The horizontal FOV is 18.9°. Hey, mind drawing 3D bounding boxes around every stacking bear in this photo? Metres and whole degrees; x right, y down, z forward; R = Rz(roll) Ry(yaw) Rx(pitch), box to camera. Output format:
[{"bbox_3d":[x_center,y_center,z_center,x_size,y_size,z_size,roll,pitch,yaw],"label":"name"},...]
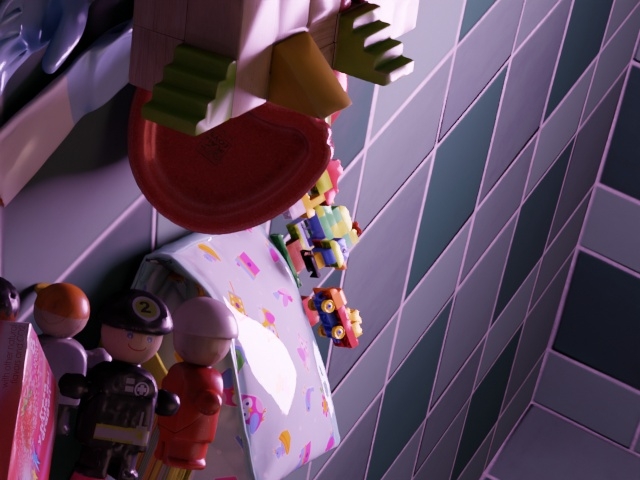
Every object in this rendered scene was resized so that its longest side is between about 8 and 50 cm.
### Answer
[{"bbox_3d":[-0.055,-0.119,1.752,0.164,0.175,0.289,-51,179,23],"label":"stacking bear"}]

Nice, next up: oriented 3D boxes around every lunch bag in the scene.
[{"bbox_3d":[-0.102,0.115,1.926,0.223,0.160,0.262,-24,104,-65],"label":"lunch bag"}]

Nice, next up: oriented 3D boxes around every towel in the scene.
[{"bbox_3d":[-0.160,0.149,1.749,0.021,0.237,0.102,12,114,-29],"label":"towel"}]

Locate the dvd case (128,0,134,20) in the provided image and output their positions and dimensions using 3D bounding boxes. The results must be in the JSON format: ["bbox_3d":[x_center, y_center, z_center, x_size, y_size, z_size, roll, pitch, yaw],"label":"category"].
[{"bbox_3d":[-0.081,-0.268,1.674,0.253,0.022,0.180,-32,145,-61],"label":"dvd case"}]

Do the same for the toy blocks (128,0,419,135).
[{"bbox_3d":[-0.017,-0.264,1.482,0.381,0.191,0.261,-32,136,-53],"label":"toy blocks"}]

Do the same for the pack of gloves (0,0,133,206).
[{"bbox_3d":[-0.174,-0.152,1.482,0.232,0.046,0.195,-50,155,-27],"label":"pack of gloves"}]

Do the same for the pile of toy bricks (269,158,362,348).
[{"bbox_3d":[0.000,0.000,2.032,0.105,0.118,0.212,-32,111,-31],"label":"pile of toy bricks"}]

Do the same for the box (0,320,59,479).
[{"bbox_3d":[-0.281,0.213,1.334,0.142,0.154,0.300,86,8,-66],"label":"box"}]

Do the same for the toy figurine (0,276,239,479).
[{"bbox_3d":[-0.189,0.101,1.566,0.213,0.209,0.148,6,95,-67],"label":"toy figurine"}]

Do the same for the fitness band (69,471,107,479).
[{"bbox_3d":[-0.199,0.274,2.059,0.291,0.054,0.209,-20,134,-65],"label":"fitness band"}]
